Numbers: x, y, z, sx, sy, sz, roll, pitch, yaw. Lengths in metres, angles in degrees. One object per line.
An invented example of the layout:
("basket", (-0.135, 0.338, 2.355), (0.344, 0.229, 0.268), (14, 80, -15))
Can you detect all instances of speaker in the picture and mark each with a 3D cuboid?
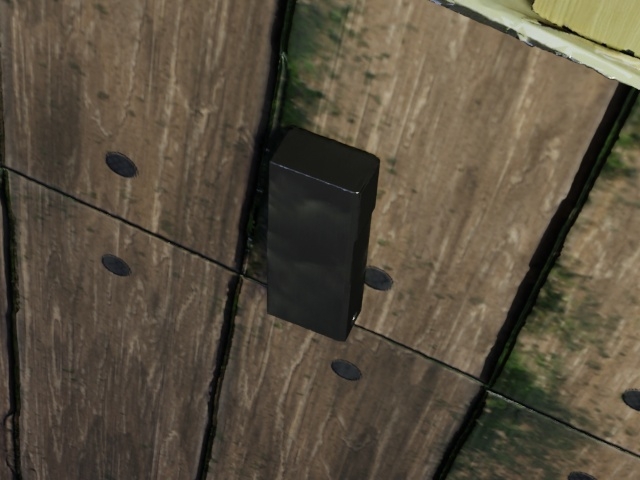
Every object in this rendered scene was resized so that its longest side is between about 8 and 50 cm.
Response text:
("speaker", (0.000, 0.000, 1.238), (0.082, 0.044, 0.218), (20, 145, 12))

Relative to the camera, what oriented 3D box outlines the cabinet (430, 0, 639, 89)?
("cabinet", (0.246, -0.202, 0.647), (0.318, 0.227, 0.290), (26, 147, 8))
